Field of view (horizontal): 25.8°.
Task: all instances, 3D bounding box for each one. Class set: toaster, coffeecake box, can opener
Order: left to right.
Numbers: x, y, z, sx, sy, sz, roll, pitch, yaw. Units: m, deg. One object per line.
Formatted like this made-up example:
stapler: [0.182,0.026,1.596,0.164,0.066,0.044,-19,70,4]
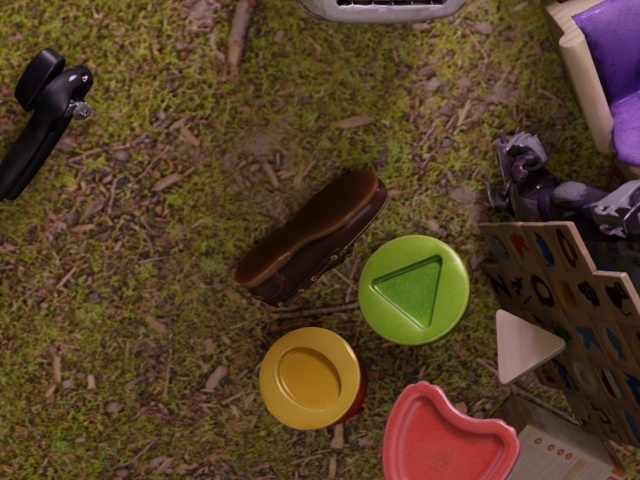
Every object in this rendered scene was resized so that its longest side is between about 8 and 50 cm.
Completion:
can opener: [-0.295,-0.112,1.467,0.059,0.073,0.186,-12,141,-53]
toaster: [0.058,-0.287,1.360,0.227,0.146,0.129,-1,124,-11]
coffeecake box: [0.286,0.303,1.847,0.185,0.068,0.142,28,113,-26]

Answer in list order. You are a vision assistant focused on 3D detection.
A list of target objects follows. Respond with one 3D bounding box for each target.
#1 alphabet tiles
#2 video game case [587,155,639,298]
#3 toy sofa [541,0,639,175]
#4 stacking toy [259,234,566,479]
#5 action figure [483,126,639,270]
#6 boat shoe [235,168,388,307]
alphabet tiles: [0.284,0.104,1.537,0.011,0.342,0.285,-30,99,-15]
video game case: [0.367,0.061,1.570,0.025,0.285,0.204,1,123,-14]
toy sofa: [0.431,-0.229,1.459,0.362,0.177,0.150,-24,125,5]
stacking toy: [0.121,0.164,1.639,0.279,0.309,0.130,-52,159,-3]
action figure: [0.270,-0.033,1.516,0.099,0.285,0.185,-43,119,-21]
boat shoe: [0.000,0.000,1.588,0.207,0.073,0.073,-36,125,21]
